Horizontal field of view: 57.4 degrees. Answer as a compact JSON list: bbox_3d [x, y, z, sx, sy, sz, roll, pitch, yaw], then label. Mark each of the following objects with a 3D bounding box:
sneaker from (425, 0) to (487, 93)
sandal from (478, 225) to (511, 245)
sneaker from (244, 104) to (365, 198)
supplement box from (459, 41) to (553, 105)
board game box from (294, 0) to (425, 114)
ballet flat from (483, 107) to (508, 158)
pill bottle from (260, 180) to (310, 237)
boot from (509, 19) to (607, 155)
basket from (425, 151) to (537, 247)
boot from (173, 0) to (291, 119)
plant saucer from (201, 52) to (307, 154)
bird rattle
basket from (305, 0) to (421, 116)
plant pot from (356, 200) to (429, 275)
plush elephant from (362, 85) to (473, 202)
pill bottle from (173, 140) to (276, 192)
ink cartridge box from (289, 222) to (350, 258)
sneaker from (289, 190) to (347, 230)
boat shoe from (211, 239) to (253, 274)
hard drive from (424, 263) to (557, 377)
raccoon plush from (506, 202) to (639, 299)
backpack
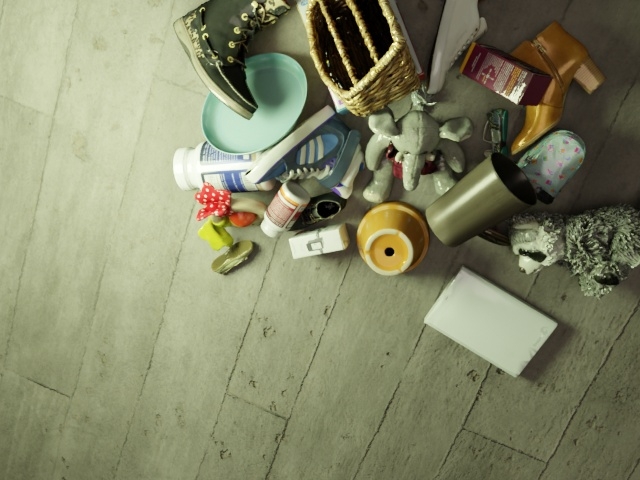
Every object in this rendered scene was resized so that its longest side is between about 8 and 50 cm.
[{"bbox_3d":[0.346,-0.499,1.451,0.123,0.106,0.290,16,93,2],"label":"sneaker"},{"bbox_3d":[0.429,-0.056,1.594,0.219,0.090,0.060,33,86,9],"label":"sandal"},{"bbox_3d":[-0.015,-0.184,1.545,0.323,0.130,0.236,-43,105,-24],"label":"sneaker"},{"bbox_3d":[0.450,-0.406,1.426,0.188,0.104,0.081,43,126,33],"label":"supplement box"},{"bbox_3d":[0.101,-0.520,1.506,0.242,0.064,0.316,-21,89,16],"label":"board game box"},{"bbox_3d":[0.463,-0.252,1.543,0.070,0.070,0.188,0,102,11],"label":"ballet flat"},{"bbox_3d":[-0.101,-0.082,1.610,0.086,0.086,0.152,38,118,0],"label":"pill bottle"},{"bbox_3d":[0.539,-0.383,1.479,0.211,0.104,0.295,48,112,7],"label":"boot"},{"bbox_3d":[0.391,-0.092,1.458,0.227,0.204,0.154,-37,65,34],"label":"basket"},{"bbox_3d":[-0.199,-0.525,1.513,0.284,0.138,0.377,-39,63,14],"label":"boot"},{"bbox_3d":[-0.173,-0.360,1.566,0.317,0.044,0.317,-10,64,21],"label":"plant saucer"},{"bbox_3d":[-0.252,-0.087,1.648,0.207,0.253,0.143,-4,65,-15],"label":"bird rattle"},{"bbox_3d":[0.072,-0.464,1.334,0.213,0.223,0.299,-23,73,14],"label":"basket"},{"bbox_3d":[0.192,0.009,1.590,0.205,0.188,0.205,3,105,11],"label":"plant pot"},{"bbox_3d":[0.240,-0.232,1.482,0.272,0.255,0.330,5,105,10],"label":"plush elephant"},{"bbox_3d":[-0.266,-0.208,1.643,0.264,0.153,0.153,-2,104,12],"label":"pill bottle"},{"bbox_3d":[0.000,0.000,1.667,0.150,0.109,0.063,-11,99,14],"label":"ink cartridge box"},{"bbox_3d":[-0.036,-0.079,1.649,0.222,0.118,0.083,-24,99,16],"label":"sneaker"},{"bbox_3d":[-0.259,0.053,1.769,0.153,0.048,0.056,-36,50,14],"label":"boat shoe"},{"bbox_3d":[0.482,0.231,1.669,0.307,0.040,0.203,31,108,3],"label":"hard drive"},{"bbox_3d":[0.693,-0.068,1.515,0.299,0.216,0.446,41,79,11],"label":"raccoon plush"},{"bbox_3d":[0.593,-0.195,1.494,0.152,0.115,0.182,35,113,-2],"label":"backpack"}]
